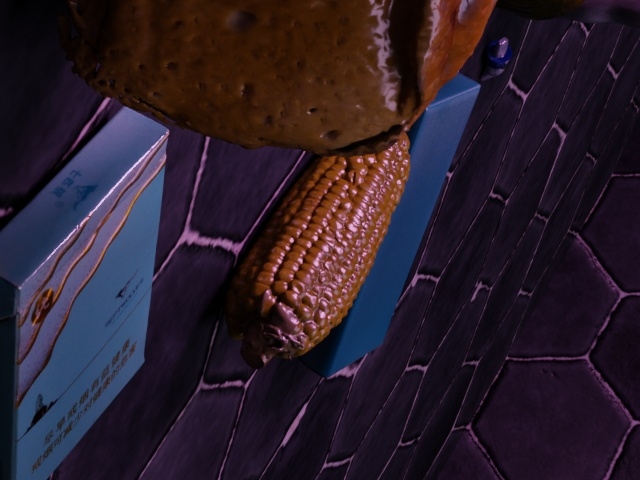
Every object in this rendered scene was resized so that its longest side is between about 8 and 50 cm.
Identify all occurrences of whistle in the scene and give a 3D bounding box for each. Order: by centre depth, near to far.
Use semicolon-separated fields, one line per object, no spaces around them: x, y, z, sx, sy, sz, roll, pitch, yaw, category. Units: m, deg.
0.191;-0.198;1.988;0.033;0.029;0.083;-43;167;-16;whistle

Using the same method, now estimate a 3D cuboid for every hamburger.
-0.014;-0.163;0.949;0.163;0.244;0.244;-83;-170;-63;hamburger

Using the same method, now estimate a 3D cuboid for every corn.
0.000;0.000;1.523;0.097;0.097;0.261;94;22;-56;corn

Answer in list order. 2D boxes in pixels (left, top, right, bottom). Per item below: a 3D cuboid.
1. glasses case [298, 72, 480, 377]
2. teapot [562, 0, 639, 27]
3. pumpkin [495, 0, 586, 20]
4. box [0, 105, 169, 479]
0.054;-0.021;1.743;0.117;0.070;0.301;-26;143;-57;glasses case
0.357;-0.345;1.788;0.305;0.285;0.223;-46;157;-52;teapot
0.221;-0.299;1.564;0.260;0.189;0.260;-48;160;-24;pumpkin
-0.159;0.047;1.141;0.162;0.041;0.229;-52;162;-40;box
